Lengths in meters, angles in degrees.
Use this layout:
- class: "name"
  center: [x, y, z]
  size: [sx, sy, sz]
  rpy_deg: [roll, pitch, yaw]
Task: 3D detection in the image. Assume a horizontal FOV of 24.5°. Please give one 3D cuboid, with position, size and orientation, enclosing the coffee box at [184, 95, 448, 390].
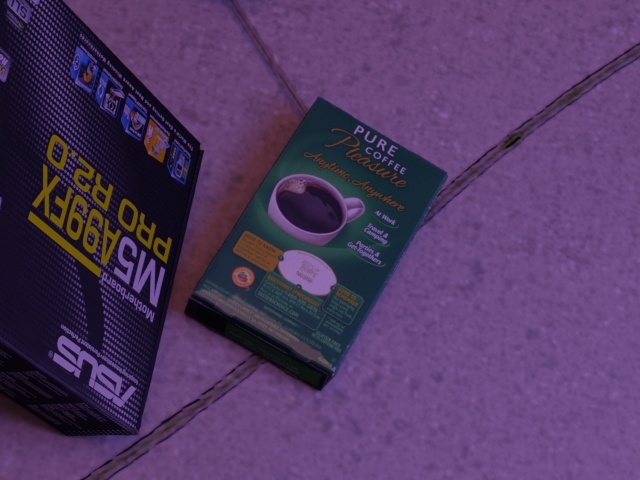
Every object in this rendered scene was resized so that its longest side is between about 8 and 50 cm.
- class: "coffee box"
  center: [0.000, 0.000, 1.018]
  size: [0.113, 0.040, 0.184]
  rpy_deg: [29, 63, 1]

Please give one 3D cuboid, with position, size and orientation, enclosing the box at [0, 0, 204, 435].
- class: "box"
  center: [-0.179, -0.032, 0.877]
  size: [0.060, 0.270, 0.216]
  rpy_deg: [-6, 58, 28]
